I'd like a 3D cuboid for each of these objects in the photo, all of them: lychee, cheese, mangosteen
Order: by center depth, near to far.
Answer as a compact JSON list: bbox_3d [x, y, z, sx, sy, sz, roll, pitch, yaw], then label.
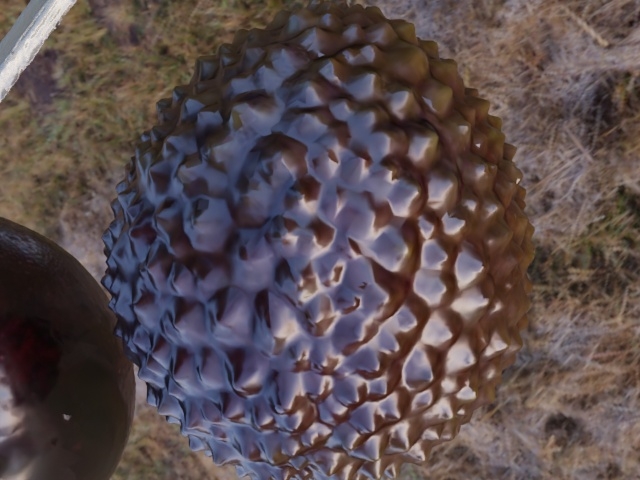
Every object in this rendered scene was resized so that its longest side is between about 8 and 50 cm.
[{"bbox_3d":[0.000,0.000,0.511,0.267,0.267,0.267,23,128,33],"label":"lychee"},{"bbox_3d":[-0.313,0.116,0.749,0.347,0.307,0.306,-147,36,-73],"label":"mangosteen"},{"bbox_3d":[-0.359,-0.289,1.145,0.400,0.034,0.085,-49,40,11],"label":"cheese"}]
